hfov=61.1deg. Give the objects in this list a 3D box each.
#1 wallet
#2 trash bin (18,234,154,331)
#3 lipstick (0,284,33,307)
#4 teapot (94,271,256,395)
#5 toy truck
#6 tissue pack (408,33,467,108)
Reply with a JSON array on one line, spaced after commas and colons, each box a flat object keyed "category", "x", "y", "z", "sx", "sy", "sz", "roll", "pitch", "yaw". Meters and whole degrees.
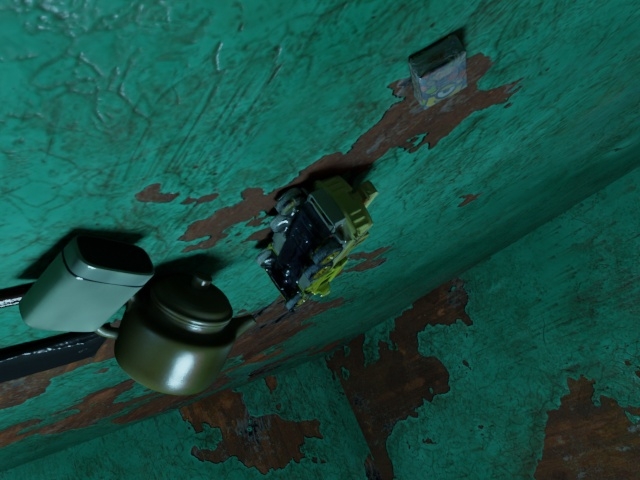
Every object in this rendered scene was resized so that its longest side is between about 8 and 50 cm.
[{"category": "wallet", "x": -0.529, "y": 0.218, "z": 0.969, "sx": 0.285, "sy": 0.030, "sz": 0.146, "roll": -12, "pitch": 162, "yaw": -40}, {"category": "trash bin", "x": -0.303, "y": 0.059, "z": 0.707, "sx": 0.130, "sy": 0.059, "sz": 0.116, "roll": -42, "pitch": 150, "yaw": 19}, {"category": "lipstick", "x": -0.380, "y": 0.069, "z": 0.738, "sx": 0.177, "sy": 0.027, "sz": 0.027, "roll": -12, "pitch": 159, "yaw": -32}, {"category": "teapot", "x": -0.237, "y": 0.128, "z": 0.894, "sx": 0.268, "sy": 0.185, "sz": 0.175, "roll": 18, "pitch": 105, "yaw": -27}, {"category": "toy truck", "x": 0.000, "y": 0.000, "z": 0.899, "sx": 0.157, "sy": 0.124, "sz": 0.272, "roll": -27, "pitch": 163, "yaw": -28}, {"category": "tissue pack", "x": 0.139, "y": -0.195, "z": 0.641, "sx": 0.063, "sy": 0.035, "sz": 0.083, "roll": -28, "pitch": 163, "yaw": 9}]
